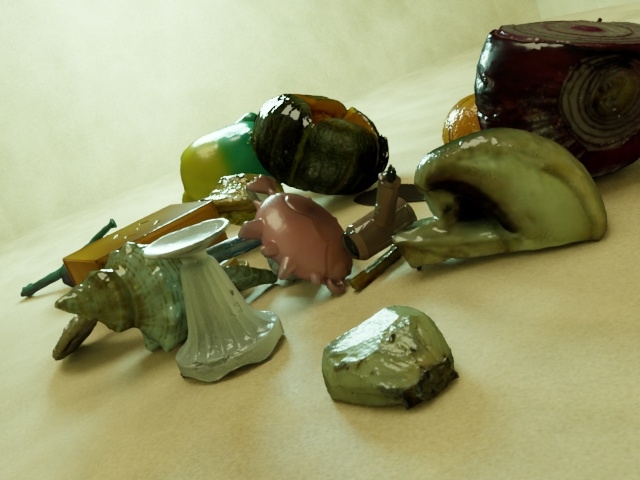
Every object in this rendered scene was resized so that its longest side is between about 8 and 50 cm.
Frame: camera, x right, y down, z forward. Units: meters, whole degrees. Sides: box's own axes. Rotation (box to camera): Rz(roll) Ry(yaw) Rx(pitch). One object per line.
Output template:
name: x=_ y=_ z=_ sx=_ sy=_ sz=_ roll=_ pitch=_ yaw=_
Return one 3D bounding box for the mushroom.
mushroom: x=0.251 y=-0.084 z=1.162 sx=0.292 sy=0.212 sz=0.217 roll=-21 pitch=22 yaw=26

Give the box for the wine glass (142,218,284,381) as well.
wine glass: x=-0.156 y=0.082 z=1.105 sx=0.165 sy=0.196 sz=0.165 roll=-18 pitch=18 yaw=6

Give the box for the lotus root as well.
lotus root: x=0.083 y=0.128 z=0.870 sx=0.143 sy=0.070 sz=0.144 roll=-29 pitch=18 yaw=-24

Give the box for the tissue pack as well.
tissue pack: x=-0.349 y=0.039 z=1.593 sx=0.275 sy=0.145 sz=0.194 roll=-30 pitch=20 yaw=-33

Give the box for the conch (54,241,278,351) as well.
conch: x=-0.245 y=0.099 z=1.266 sx=0.386 sy=0.169 sz=0.203 roll=15 pitch=-7 yaw=-44

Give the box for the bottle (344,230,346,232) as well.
bottle: x=0.000 y=0.000 z=1.426 sx=0.060 sy=0.060 sz=0.217 roll=-32 pitch=18 yaw=-35

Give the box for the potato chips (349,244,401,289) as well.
potato chips: x=0.103 y=0.026 z=1.264 sx=0.026 sy=0.037 sz=0.204 roll=-20 pitch=17 yaw=43

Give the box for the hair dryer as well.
hair dryer: x=0.094 y=-0.051 z=1.192 sx=0.117 sy=0.181 sz=0.064 roll=-31 pitch=61 yaw=-21

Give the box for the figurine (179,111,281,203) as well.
figurine: x=-0.206 y=-0.198 z=2.032 sx=0.340 sy=0.231 sz=0.323 roll=-15 pitch=58 yaw=6

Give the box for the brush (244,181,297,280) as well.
brush: x=-0.092 y=-0.018 z=1.451 sx=0.065 sy=0.070 sz=0.327 roll=-59 pitch=30 yaw=17

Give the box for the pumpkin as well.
pumpkin: x=-0.008 y=-0.222 z=1.786 sx=0.321 sy=0.192 sz=0.320 roll=18 pitch=23 yaw=-8

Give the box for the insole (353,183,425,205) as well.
insole: x=0.180 y=-0.098 z=1.627 sx=0.111 sy=0.007 sz=0.328 roll=-32 pitch=19 yaw=-31

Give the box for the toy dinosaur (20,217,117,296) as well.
toy dinosaur: x=-0.603 y=0.096 z=1.853 sx=0.331 sy=0.129 sz=0.383 roll=-32 pitch=17 yaw=-1

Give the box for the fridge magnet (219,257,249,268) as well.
fridge magnet: x=-0.200 y=0.068 z=1.447 sx=0.143 sy=0.063 sz=0.143 roll=-23 pitch=16 yaw=7

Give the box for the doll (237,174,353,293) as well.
doll: x=-0.035 y=-0.013 z=1.272 sx=0.211 sy=0.262 sz=0.093 roll=-12 pitch=-37 yaw=-49

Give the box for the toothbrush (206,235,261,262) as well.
toothbrush: x=-0.250 y=0.048 z=1.387 sx=0.414 sy=0.035 sz=0.042 roll=-21 pitch=42 yaw=14

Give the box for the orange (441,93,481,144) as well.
orange: x=0.341 y=-0.229 z=1.577 sx=0.193 sy=0.161 sz=0.193 roll=-23 pitch=11 yaw=5

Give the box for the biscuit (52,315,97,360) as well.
biscuit: x=-0.405 y=0.139 z=1.341 sx=0.250 sy=0.032 sz=0.133 roll=-47 pitch=4 yaw=34

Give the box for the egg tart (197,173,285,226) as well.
egg tart: x=-0.153 y=-0.086 z=1.696 sx=0.241 sy=0.105 sz=0.241 roll=2 pitch=-9 yaw=0

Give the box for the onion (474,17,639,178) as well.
onion: x=0.423 y=-0.222 z=1.277 sx=0.337 sy=0.260 sz=0.282 roll=-5 pitch=20 yaw=-13
